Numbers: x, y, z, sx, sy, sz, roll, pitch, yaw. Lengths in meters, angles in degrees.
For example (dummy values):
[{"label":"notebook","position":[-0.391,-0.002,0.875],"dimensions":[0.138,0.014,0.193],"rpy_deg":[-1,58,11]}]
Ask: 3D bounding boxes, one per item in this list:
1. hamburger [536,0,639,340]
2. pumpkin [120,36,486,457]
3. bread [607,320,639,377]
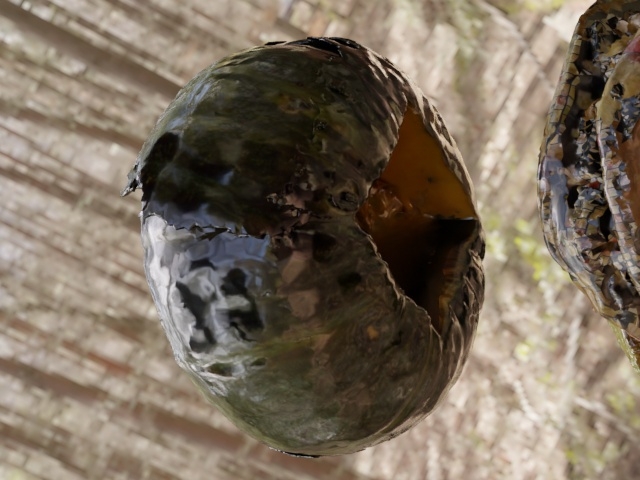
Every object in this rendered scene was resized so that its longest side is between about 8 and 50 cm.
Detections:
[{"label":"hamburger","position":[0.222,-0.042,0.827],"dimensions":[0.107,0.231,0.231],"rpy_deg":[-5,57,57]},{"label":"pumpkin","position":[0.000,0.000,1.118],"dimensions":[0.192,0.320,0.320],"rpy_deg":[-14,41,30]},{"label":"bread","position":[0.391,0.060,1.605],"dimensions":[0.172,0.103,0.132],"rpy_deg":[-24,43,3]}]
